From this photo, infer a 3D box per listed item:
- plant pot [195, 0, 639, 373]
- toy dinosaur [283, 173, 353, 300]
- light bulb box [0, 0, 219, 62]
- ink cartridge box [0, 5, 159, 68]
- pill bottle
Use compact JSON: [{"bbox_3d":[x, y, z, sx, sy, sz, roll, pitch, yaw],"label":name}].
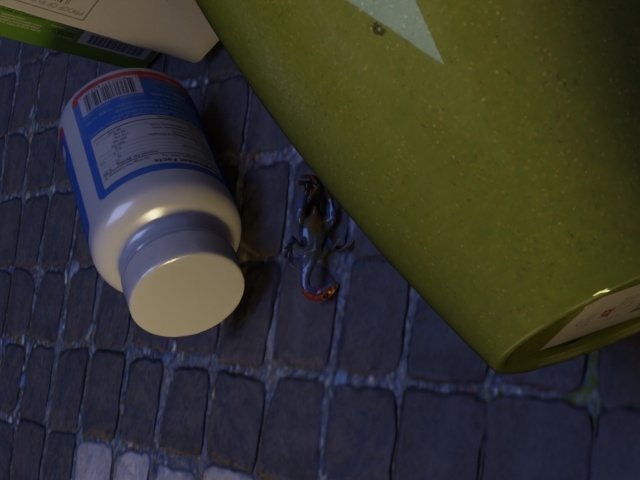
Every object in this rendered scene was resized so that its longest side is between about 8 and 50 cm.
[{"bbox_3d":[0.089,-0.095,0.622,0.275,0.274,0.293,-42,64,43],"label":"plant pot"},{"bbox_3d":[0.000,0.000,0.913,0.090,0.047,0.082,-77,-4,-78],"label":"toy dinosaur"},{"bbox_3d":[-0.208,-0.391,1.031,0.225,0.358,0.361,-37,50,43],"label":"light bulb box"},{"bbox_3d":[-0.236,-0.310,1.204,0.097,0.188,0.255,-39,48,46],"label":"ink cartridge box"},{"bbox_3d":[-0.135,-0.030,1.028,0.124,0.124,0.221,-56,39,31],"label":"pill bottle"}]
